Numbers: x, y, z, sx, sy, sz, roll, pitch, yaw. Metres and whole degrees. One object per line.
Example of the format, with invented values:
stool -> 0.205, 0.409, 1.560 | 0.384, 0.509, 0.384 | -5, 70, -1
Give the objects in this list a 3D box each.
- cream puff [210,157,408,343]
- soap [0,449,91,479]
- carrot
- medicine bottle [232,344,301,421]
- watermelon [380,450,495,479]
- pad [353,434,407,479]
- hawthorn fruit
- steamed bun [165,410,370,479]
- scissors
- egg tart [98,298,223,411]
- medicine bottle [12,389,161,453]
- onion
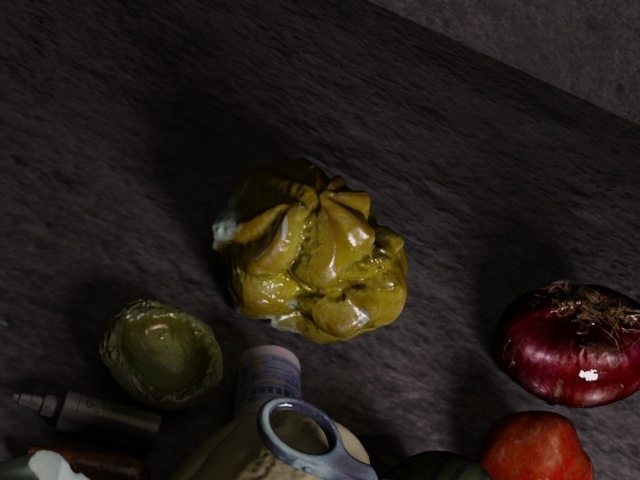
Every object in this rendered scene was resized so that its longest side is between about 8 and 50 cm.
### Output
cream puff -> 0.000, 0.000, 1.619 | 0.378, 0.275, 0.378 | 21, 32, -14
soap -> -0.345, 0.323, 0.968 | 0.173, 0.289, 0.095 | 53, 31, -33
carrot -> -0.301, 0.298, 1.203 | 0.161, 0.055, 0.055 | 15, 36, -10
medicine bottle -> -0.079, 0.252, 1.379 | 0.102, 0.103, 0.187 | 19, 35, -16
watermelon -> 0.160, 0.398, 1.274 | 0.212, 0.212, 0.212 | 20, 35, -15
pad -> 0.100, 0.379, 1.438 | 0.127, 0.004, 0.190 | 8, 39, -30
hawthorn fruit -> 0.328, 0.371, 1.482 | 0.202, 0.185, 0.185 | -28, 63, -33
steamed bun -> -0.101, 0.348, 1.144 | 0.272, 0.273, 0.290 | 19, 28, 12
scissors -> 0.108, 0.311, 1.049 | 0.383, 0.029, 0.256 | 14, 41, -13
egg tart -> -0.241, 0.180, 1.376 | 0.197, 0.078, 0.197 | 18, 37, -14
medicine bottle -> -0.318, 0.238, 1.258 | 0.199, 0.058, 0.058 | 20, 35, -15
onion -> 0.483, 0.207, 1.773 | 0.314, 0.232, 0.314 | 1, 27, -1
